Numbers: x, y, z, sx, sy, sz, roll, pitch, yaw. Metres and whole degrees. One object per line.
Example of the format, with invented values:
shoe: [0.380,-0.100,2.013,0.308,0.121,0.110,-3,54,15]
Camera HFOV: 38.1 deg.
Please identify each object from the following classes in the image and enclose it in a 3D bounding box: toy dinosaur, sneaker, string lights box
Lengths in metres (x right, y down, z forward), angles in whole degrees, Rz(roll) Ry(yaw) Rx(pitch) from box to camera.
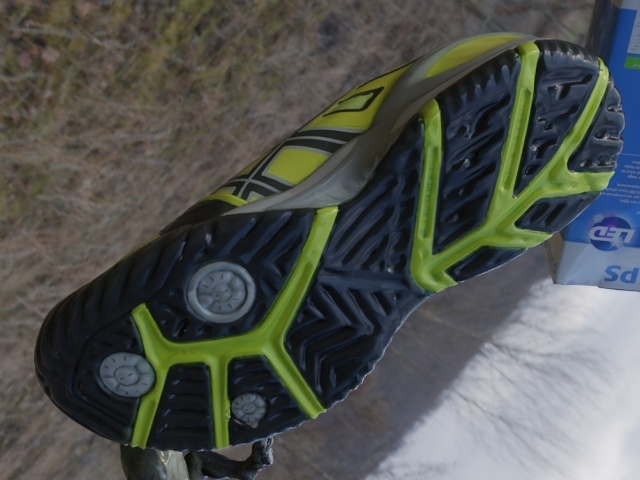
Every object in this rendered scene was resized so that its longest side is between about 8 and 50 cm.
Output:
toy dinosaur: [-0.092,0.194,0.679,0.118,0.268,0.064,-8,-176,9]
sneaker: [0.000,0.000,0.591,0.385,0.145,0.147,-29,-158,0]
string lights box: [0.263,-0.086,0.713,0.077,0.133,0.259,-85,-179,-61]
